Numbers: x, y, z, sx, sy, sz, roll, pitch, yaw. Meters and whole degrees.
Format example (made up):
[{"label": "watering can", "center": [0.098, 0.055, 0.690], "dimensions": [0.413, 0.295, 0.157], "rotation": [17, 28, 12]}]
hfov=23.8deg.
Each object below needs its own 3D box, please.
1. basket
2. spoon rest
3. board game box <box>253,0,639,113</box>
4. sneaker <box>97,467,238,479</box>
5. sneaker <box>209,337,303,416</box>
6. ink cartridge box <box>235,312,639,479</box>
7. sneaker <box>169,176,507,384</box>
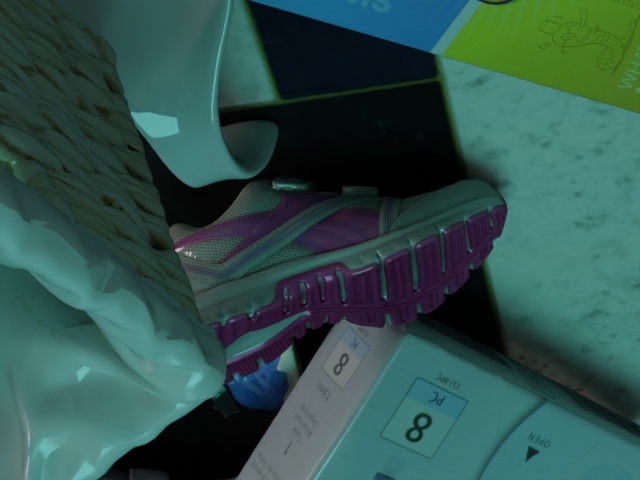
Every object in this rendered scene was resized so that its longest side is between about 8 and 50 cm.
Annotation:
[{"label": "basket", "center": [-0.282, -0.003, 0.703], "dimensions": [0.331, 0.266, 0.328], "rotation": [-37, 132, 15]}, {"label": "spoon rest", "center": [-0.092, -0.123, 0.867], "dimensions": [0.137, 0.084, 0.276], "rotation": [-11, 139, 14]}, {"label": "board game box", "center": [0.131, -0.194, 0.753], "dimensions": [0.317, 0.064, 0.242], "rotation": [14, 126, -15]}, {"label": "sneaker", "center": [-0.095, 0.229, 1.250], "dimensions": [0.366, 0.137, 0.210], "rotation": [26, 133, -33]}, {"label": "sneaker", "center": [-0.061, 0.081, 1.126], "dimensions": [0.085, 0.058, 0.152], "rotation": [-10, 146, 1]}, {"label": "ink cartridge box", "center": [0.059, 0.262, 1.152], "dimensions": [0.308, 0.091, 0.385], "rotation": [27, 98, -33]}, {"label": "sneaker", "center": [0.000, 0.000, 0.999], "dimensions": [0.252, 0.111, 0.103], "rotation": [-17, 149, -13]}]
